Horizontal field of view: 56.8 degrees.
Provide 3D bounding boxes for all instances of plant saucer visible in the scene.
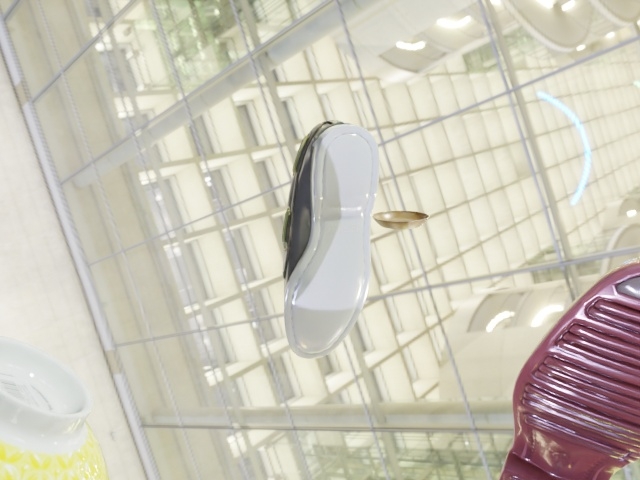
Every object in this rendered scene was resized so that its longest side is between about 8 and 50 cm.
[{"bbox_3d":[0.116,-0.029,0.861,0.083,0.083,0.015,-15,-70,-47],"label":"plant saucer"}]

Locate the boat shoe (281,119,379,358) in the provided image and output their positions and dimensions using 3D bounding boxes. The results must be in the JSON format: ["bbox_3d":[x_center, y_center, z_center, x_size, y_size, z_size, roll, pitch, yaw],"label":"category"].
[{"bbox_3d":[0.004,0.000,0.753,0.109,0.091,0.305,2,-72,-22],"label":"boat shoe"}]

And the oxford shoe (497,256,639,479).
[{"bbox_3d":[0.242,0.135,0.540,0.130,0.122,0.348,-47,-27,-45],"label":"oxford shoe"}]

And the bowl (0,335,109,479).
[{"bbox_3d":[-0.282,0.174,0.489,0.289,0.289,0.156,36,-93,-33],"label":"bowl"}]
